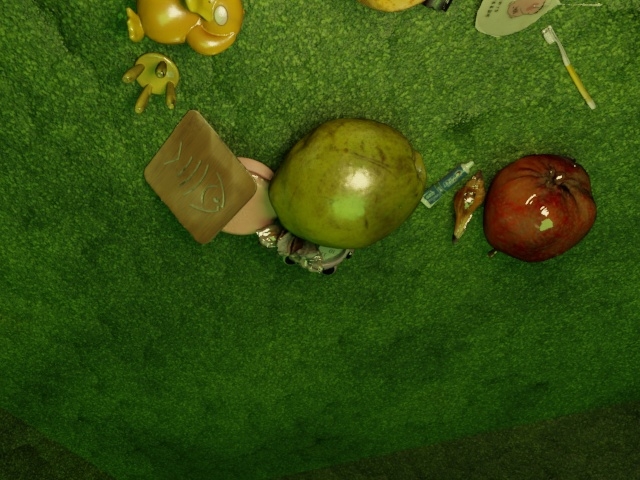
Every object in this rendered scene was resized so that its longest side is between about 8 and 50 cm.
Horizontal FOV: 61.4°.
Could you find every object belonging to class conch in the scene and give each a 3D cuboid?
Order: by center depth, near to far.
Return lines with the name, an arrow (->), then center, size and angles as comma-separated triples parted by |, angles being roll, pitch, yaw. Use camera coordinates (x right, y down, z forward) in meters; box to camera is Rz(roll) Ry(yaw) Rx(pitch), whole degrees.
conch -> 0.433, -0.103, 1.620 | 0.080, 0.086, 0.232 | 33, 131, 14

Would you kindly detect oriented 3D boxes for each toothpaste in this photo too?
toothpaste -> 0.374, -0.170, 1.591 | 0.057, 0.035, 0.197 | 40, 123, -14

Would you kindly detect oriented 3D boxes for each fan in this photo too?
fan -> 0.512, -0.540, 1.240 | 0.310, 0.010, 0.182 | -5, 154, -8

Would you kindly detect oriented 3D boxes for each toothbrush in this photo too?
toothbrush -> 0.634, -0.431, 1.367 | 0.024, 0.021, 0.288 | -26, 129, 34

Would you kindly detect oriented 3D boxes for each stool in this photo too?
stool -> -0.407, -0.383, 1.310 | 0.134, 0.110, 0.135 | 30, 124, -25

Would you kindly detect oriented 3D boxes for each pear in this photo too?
pear -> 0.073, -0.140, 1.416 | 0.413, 0.352, 0.352 | -19, 131, 11

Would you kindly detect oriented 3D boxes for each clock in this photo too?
clock -> 0.000, 0.000, 1.698 | 0.228, 0.090, 0.248 | 16, 132, -15

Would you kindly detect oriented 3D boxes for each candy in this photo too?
candy -> -0.228, -0.128, 1.563 | 0.255, 0.094, 0.255 | -1, 133, -1

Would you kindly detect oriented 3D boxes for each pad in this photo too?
pad -> -0.334, -0.164, 1.476 | 0.284, 0.018, 0.286 | 50, 122, 2

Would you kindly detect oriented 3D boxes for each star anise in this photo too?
star anise -> -0.081, 0.021, 1.570 | 0.236, 0.093, 0.229 | 35, 163, -34

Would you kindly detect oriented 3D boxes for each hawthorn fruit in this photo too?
hawthorn fruit -> 0.606, -0.081, 1.512 | 0.308, 0.308, 0.324 | -13, 141, 10

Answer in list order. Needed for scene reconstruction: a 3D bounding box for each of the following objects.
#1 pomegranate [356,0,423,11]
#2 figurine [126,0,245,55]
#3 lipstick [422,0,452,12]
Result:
pomegranate -> 0.137, -0.574, 1.072 | 0.248, 0.248, 0.248 | -1, 133, -1
figurine -> -0.295, -0.506, 1.174 | 0.228, 0.215, 0.215 | -4, 135, 21
lipstick -> 0.327, -0.674, 1.092 | 0.077, 0.077, 0.418 | 15, 129, -15
